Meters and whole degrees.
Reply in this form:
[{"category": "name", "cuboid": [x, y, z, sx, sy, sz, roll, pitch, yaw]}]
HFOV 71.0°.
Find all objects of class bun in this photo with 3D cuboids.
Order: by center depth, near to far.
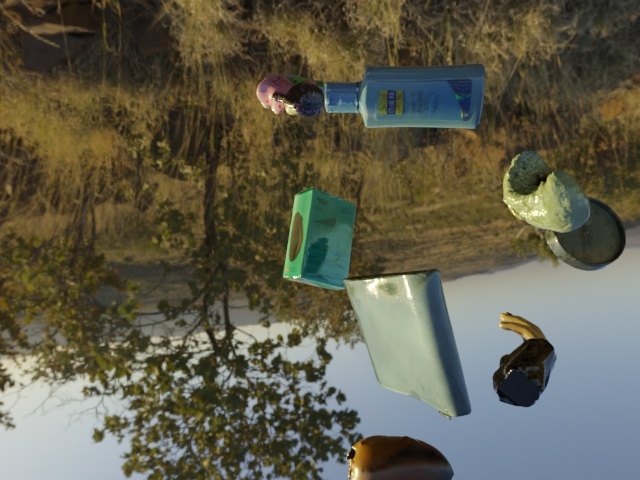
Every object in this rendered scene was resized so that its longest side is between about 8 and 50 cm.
[{"category": "bun", "cuboid": [0.493, -0.099, 1.012, 0.126, 0.204, 0.212, -40, -179, 12]}]

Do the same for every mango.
[{"category": "mango", "cuboid": [0.216, 0.631, 1.244, 0.287, 0.202, 0.153, -8, -167, 6]}]

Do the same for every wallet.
[{"category": "wallet", "cuboid": [0.150, 0.182, 0.850, 0.054, 0.252, 0.290, -15, 178, -27]}]

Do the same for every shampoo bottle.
[{"category": "shampoo bottle", "cuboid": [0.136, -0.240, 0.754, 0.258, 0.104, 0.061, 2, -152, 8]}]

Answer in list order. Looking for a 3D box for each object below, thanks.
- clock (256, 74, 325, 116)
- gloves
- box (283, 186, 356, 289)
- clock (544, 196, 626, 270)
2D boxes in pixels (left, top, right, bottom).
[{"category": "clock", "cuboid": [-0.055, -0.420, 1.303, 0.194, 0.100, 0.195, -22, -140, -39]}, {"category": "gloves", "cuboid": [0.528, 0.304, 1.184, 0.152, 0.197, 0.301, 16, -143, 3]}, {"category": "box", "cuboid": [0.000, 0.000, 1.548, 0.205, 0.312, 0.118, 17, 164, -37]}, {"category": "clock", "cuboid": [0.736, -0.023, 1.248, 0.214, 0.215, 0.042, -8, 161, -8]}]
